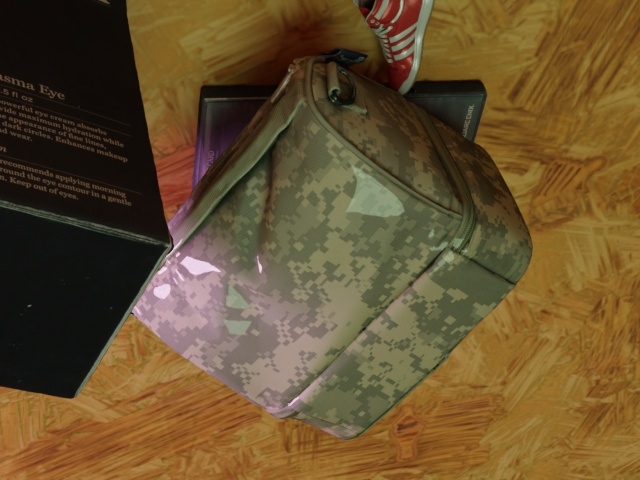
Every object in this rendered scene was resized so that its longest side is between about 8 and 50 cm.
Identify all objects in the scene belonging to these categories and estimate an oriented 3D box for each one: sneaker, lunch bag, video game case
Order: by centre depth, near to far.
[{"bbox_3d":[0.059,-0.183,1.117,0.067,0.042,0.118,-3,127,-19],"label":"sneaker"},{"bbox_3d":[0.000,0.000,1.126,0.256,0.213,0.305,25,122,-35],"label":"lunch bag"},{"bbox_3d":[0.012,-0.070,1.231,0.274,0.026,0.196,-4,135,-14],"label":"video game case"}]

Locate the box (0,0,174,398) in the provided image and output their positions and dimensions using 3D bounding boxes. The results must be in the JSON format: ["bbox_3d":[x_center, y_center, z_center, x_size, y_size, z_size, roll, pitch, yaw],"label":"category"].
[{"bbox_3d":[-0.313,-0.082,0.914,0.343,0.312,0.179,16,128,-28],"label":"box"}]
